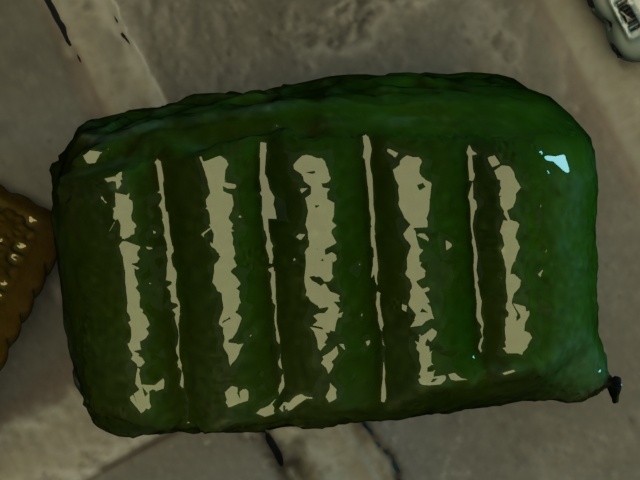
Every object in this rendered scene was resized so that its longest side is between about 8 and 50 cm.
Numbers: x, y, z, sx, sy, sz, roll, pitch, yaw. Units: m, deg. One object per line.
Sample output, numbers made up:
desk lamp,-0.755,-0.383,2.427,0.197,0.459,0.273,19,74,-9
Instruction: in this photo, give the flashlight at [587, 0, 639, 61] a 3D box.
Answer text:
flashlight,0.238,-0.164,0.977,0.200,0.047,0.093,-30,94,-4

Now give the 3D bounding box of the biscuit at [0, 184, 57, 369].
biscuit,-0.270,-0.004,0.914,0.255,0.029,0.172,24,49,-5

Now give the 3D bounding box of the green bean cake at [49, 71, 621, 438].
green bean cake,0.000,0.000,0.869,0.247,0.250,0.156,-5,93,-2
